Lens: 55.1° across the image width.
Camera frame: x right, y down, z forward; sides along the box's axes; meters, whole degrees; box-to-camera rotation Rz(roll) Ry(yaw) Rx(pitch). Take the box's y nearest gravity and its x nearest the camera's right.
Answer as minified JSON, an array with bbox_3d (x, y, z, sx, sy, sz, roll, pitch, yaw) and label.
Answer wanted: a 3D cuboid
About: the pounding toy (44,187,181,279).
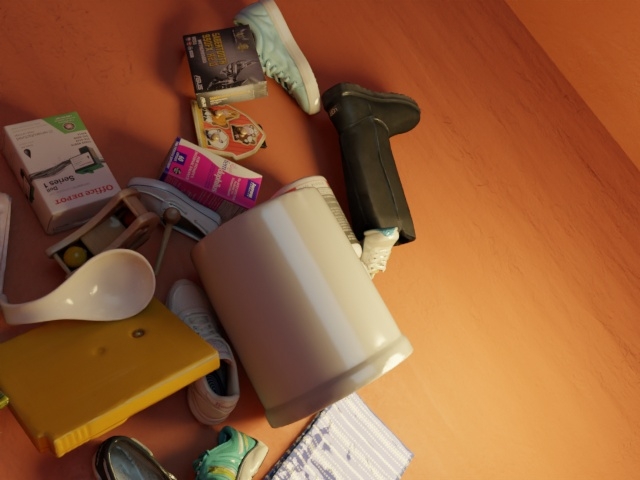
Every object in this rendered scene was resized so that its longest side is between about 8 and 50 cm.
[{"bbox_3d":[-0.385,0.005,1.226,0.269,0.154,0.155,-39,86,-23],"label":"pounding toy"}]

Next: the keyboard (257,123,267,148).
[{"bbox_3d":[-0.227,-0.269,1.596,0.180,0.023,0.108,3,56,-29],"label":"keyboard"}]

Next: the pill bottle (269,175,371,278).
[{"bbox_3d":[0.000,0.000,1.486,0.161,0.161,0.283,-16,72,-37],"label":"pill bottle"}]

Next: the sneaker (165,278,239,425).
[{"bbox_3d":[-0.225,0.206,1.238,0.114,0.152,0.305,-9,67,-33],"label":"sneaker"}]

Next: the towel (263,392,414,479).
[{"bbox_3d":[0.045,0.495,1.307,0.243,0.040,0.336,47,50,0],"label":"towel"}]

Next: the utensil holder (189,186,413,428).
[{"bbox_3d":[-0.044,0.128,1.257,0.327,0.327,0.385,-23,81,-38],"label":"utensil holder"}]

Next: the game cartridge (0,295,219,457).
[{"bbox_3d":[-0.393,0.216,1.098,0.323,0.053,0.285,-26,41,-36],"label":"game cartridge"}]

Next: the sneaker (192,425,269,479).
[{"bbox_3d":[-0.193,0.443,1.123,0.110,0.107,0.275,36,20,2],"label":"sneaker"}]

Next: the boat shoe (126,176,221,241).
[{"bbox_3d":[-0.330,-0.065,1.374,0.226,0.083,0.076,24,53,-19],"label":"boat shoe"}]

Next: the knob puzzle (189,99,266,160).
[{"bbox_3d":[-0.227,-0.287,1.573,0.213,0.030,0.213,17,49,-21],"label":"knob puzzle"}]

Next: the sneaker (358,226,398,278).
[{"bbox_3d":[0.139,0.029,1.511,0.087,0.229,0.092,-5,72,-14],"label":"sneaker"}]

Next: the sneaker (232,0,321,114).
[{"bbox_3d":[-0.130,-0.502,1.747,0.150,0.135,0.366,-27,84,-7],"label":"sneaker"}]

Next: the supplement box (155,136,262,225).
[{"bbox_3d":[-0.264,-0.128,1.434,0.220,0.114,0.111,24,53,-20],"label":"supplement box"}]

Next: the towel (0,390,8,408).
[{"bbox_3d":[-0.606,0.196,0.973,0.237,0.021,0.102,40,29,18],"label":"towel"}]

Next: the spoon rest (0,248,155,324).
[{"bbox_3d":[-0.443,0.100,1.126,0.276,0.084,0.137,-15,108,-13],"label":"spoon rest"}]

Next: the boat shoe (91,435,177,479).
[{"bbox_3d":[-0.290,0.475,1.080,0.302,0.091,0.114,46,50,0],"label":"boat shoe"}]

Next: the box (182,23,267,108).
[{"bbox_3d":[-0.250,-0.456,1.600,0.183,0.056,0.231,-12,59,-7],"label":"box"}]

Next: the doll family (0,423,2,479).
[{"bbox_3d":[-0.590,0.310,0.957,0.263,0.118,0.163,39,9,-7],"label":"doll family"}]

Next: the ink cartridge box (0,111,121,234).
[{"bbox_3d":[-0.540,-0.143,1.286,0.160,0.092,0.219,-26,78,-38],"label":"ink cartridge box"}]

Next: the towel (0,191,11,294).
[{"bbox_3d":[-0.743,0.033,1.089,0.331,0.053,0.317,6,60,-29],"label":"towel"}]

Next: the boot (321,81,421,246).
[{"bbox_3d":[0.197,-0.200,1.731,0.367,0.146,0.445,0,65,-38],"label":"boot"}]
